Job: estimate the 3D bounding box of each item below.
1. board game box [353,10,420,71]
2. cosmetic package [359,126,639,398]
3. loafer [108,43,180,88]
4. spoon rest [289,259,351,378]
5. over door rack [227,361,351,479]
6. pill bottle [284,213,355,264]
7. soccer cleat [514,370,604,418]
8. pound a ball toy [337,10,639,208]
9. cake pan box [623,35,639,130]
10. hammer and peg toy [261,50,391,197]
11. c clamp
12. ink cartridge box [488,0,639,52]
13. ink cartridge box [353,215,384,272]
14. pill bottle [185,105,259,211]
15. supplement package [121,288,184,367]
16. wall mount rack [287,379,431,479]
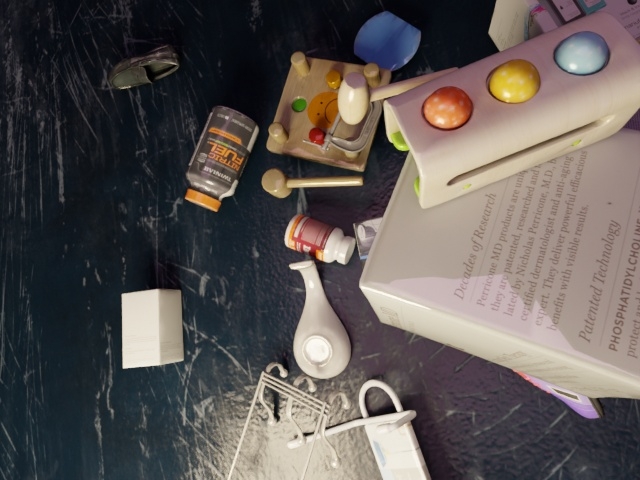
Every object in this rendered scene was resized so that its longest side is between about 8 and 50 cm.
[{"bbox_3d":[0.168,-0.492,1.039,0.168,0.033,0.133,44,98,22],"label":"board game box"},{"bbox_3d":[0.317,0.025,0.666,0.393,0.329,0.328,18,76,19],"label":"cosmetic package"},{"bbox_3d":[-0.509,-0.490,1.187,0.223,0.076,0.078,-21,68,6],"label":"loafer"},{"bbox_3d":[-0.009,0.181,0.950,0.137,0.084,0.277,-10,91,14],"label":"spoon rest"},{"bbox_3d":[-0.086,0.435,0.831,0.239,0.108,0.324,2,58,50],"label":"over door rack"},{"bbox_3d":[0.000,0.000,0.964,0.151,0.086,0.086,20,86,17],"label":"pill bottle"},{"bbox_3d":[0.404,0.221,0.814,0.116,0.108,0.318,-40,69,7],"label":"soccer cleat"},{"bbox_3d":[0.192,-0.188,0.520,0.319,0.136,0.208,-21,67,4],"label":"pound a ball toy"},{"bbox_3d":[0.536,-0.199,0.780,0.245,0.267,0.070,-33,35,14],"label":"cake pan box"},{"bbox_3d":[0.011,-0.257,0.987,0.265,0.127,0.362,14,84,14],"label":"hammer and peg toy"},{"bbox_3d":[0.054,-0.260,0.899,0.137,0.022,0.161,29,88,16],"label":"c clamp"},{"bbox_3d":[0.515,-0.437,0.851,0.198,0.197,0.270,-25,75,9],"label":"ink cartridge box"},{"bbox_3d":[0.251,0.007,0.912,0.332,0.065,0.166,-13,77,11],"label":"ink cartridge box"},{"bbox_3d":[-0.257,-0.201,1.044,0.130,0.130,0.246,20,86,17],"label":"pill bottle"},{"bbox_3d":[-0.415,0.216,1.022,0.105,0.105,0.180,-8,79,14],"label":"supplement package"},{"bbox_3d":[0.097,0.484,0.840,0.304,0.130,0.350,-33,70,41],"label":"wall mount rack"}]
